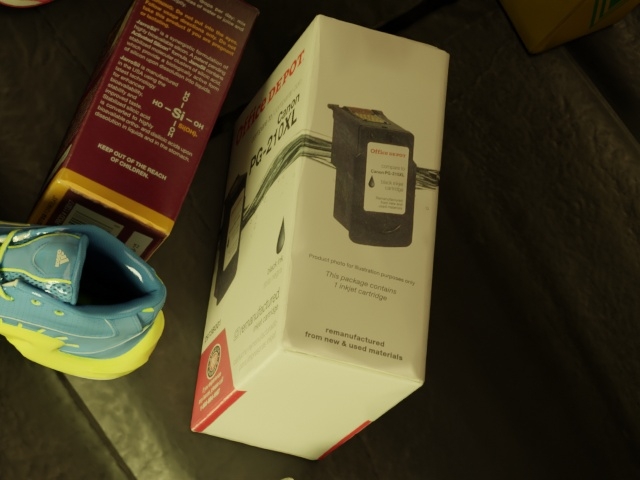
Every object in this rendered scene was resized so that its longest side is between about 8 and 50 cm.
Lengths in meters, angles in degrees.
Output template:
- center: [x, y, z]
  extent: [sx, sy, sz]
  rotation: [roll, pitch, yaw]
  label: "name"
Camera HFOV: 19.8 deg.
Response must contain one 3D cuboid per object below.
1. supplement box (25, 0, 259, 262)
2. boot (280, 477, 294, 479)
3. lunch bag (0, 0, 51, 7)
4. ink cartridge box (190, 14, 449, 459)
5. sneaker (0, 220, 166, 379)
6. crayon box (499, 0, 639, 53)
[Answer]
- center: [-0.119, -0.077, 1.213]
  extent: [0.080, 0.104, 0.188]
  rotation: [26, 60, -12]
  label: "supplement box"
- center: [-0.056, 0.239, 1.131]
  extent: [0.086, 0.069, 0.190]
  rotation: [50, 61, -11]
  label: "boot"
- center: [-0.197, -0.330, 1.291]
  extent: [0.258, 0.120, 0.293]
  rotation: [-36, 87, -36]
  label: "lunch bag"
- center: [0.000, 0.000, 1.191]
  extent: [0.100, 0.172, 0.237]
  rotation: [15, 62, -17]
  label: "ink cartridge box"
- center: [-0.201, 0.010, 1.124]
  extent: [0.240, 0.126, 0.091]
  rotation: [16, 62, -17]
  label: "sneaker"
- center: [0.170, -0.369, 1.348]
  extent: [0.106, 0.313, 0.363]
  rotation: [-23, 79, -27]
  label: "crayon box"
